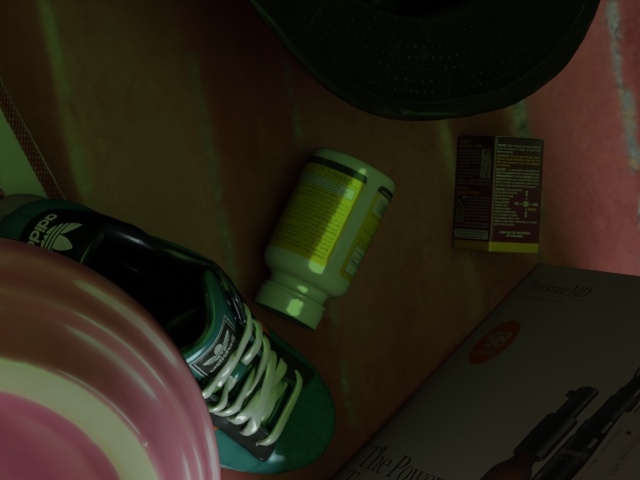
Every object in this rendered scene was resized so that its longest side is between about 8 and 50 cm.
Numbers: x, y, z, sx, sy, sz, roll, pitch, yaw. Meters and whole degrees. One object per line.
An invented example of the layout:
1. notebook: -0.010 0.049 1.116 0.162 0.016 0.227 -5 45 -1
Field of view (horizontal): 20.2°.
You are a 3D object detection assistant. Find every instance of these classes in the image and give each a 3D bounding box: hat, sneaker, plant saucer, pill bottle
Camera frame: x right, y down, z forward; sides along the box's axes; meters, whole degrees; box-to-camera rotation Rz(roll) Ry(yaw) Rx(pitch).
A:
1. hat: 0.034 -0.231 1.202 0.331 0.134 0.331 5 78 -26
2. sneaker: -0.084 0.074 1.141 0.302 0.121 0.108 35 75 -35
3. plant saucer: -0.213 0.163 1.011 0.332 0.084 0.332 -6 111 -15
4. pill bottle: 0.000 0.000 1.233 0.065 0.065 0.116 29 81 -21

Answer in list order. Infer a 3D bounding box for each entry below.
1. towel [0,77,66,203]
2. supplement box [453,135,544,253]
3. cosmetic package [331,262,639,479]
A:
1. towel: -0.283 0.068 1.088 0.329 0.037 0.237 -38 118 -27
2. supplement box: 0.128 -0.033 1.290 0.043 0.055 0.083 2 92 -24
3. cosmetic package: 0.165 0.152 1.140 0.284 0.377 0.097 -43 108 -16
